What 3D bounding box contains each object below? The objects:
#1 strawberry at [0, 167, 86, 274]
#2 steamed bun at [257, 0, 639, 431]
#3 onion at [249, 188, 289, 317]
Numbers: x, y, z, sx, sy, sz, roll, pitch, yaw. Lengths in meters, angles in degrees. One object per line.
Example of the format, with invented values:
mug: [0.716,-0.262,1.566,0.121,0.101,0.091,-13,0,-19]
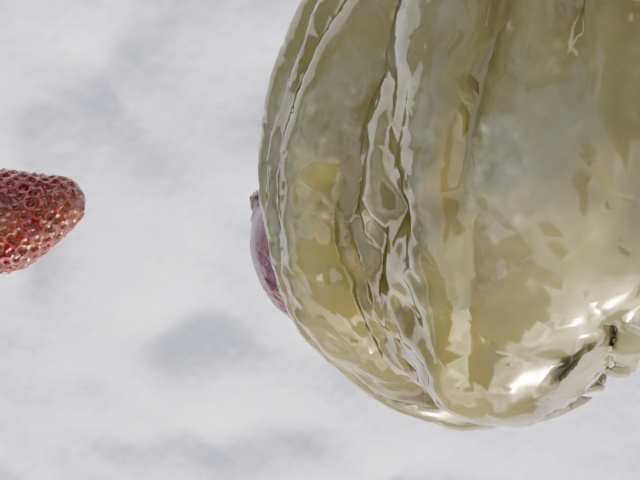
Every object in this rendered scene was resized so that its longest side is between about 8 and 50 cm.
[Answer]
strawberry: [-0.198,-0.016,0.739,0.083,0.073,0.073,-9,121,-10]
steamed bun: [0.111,-0.072,0.514,0.230,0.325,0.372,44,168,17]
onion: [0.000,0.000,1.025,0.195,0.159,0.159,28,132,39]
